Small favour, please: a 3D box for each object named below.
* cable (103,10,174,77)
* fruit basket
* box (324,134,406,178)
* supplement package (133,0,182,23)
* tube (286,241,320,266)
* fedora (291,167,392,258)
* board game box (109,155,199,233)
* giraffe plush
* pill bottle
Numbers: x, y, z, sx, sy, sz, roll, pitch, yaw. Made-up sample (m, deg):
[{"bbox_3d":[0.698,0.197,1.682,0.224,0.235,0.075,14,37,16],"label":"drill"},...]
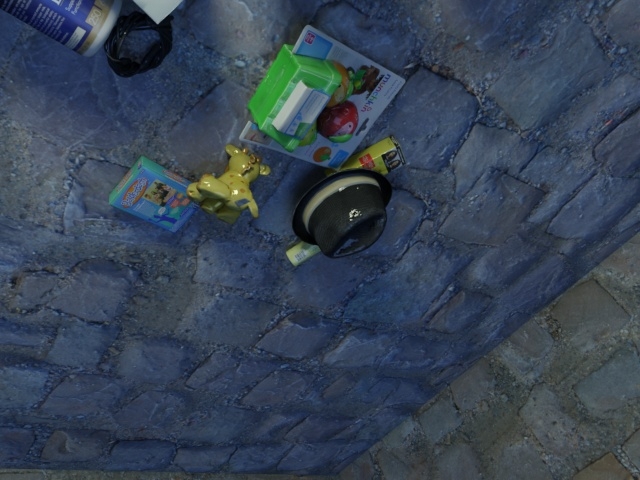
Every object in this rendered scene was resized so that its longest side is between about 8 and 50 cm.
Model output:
[{"bbox_3d":[-0.393,-0.417,1.108,0.184,0.047,0.150,-43,175,-48],"label":"cable"},{"bbox_3d":[0.014,-0.332,1.328,0.353,0.165,0.327,16,125,-37],"label":"fruit basket"},{"bbox_3d":[0.135,-0.221,1.557,0.232,0.058,0.087,-26,139,5],"label":"box"},{"bbox_3d":[-0.330,-0.554,0.946,0.149,0.194,0.203,-36,134,16],"label":"supplement package"},{"bbox_3d":[0.000,0.000,1.731,0.240,0.062,0.070,-33,177,5],"label":"tube"},{"bbox_3d":[0.082,-0.057,1.553,0.334,0.152,0.334,-13,141,-11],"label":"fedora"},{"bbox_3d":[-0.447,-0.121,1.435,0.160,0.047,0.210,-42,134,20],"label":"board game box"},{"bbox_3d":[-0.234,-0.164,1.406,0.210,0.170,0.181,-2,148,36],"label":"giraffe plush"},{"bbox_3d":[-0.527,-0.480,0.972,0.264,0.153,0.153,25,120,-38],"label":"pill bottle"}]
